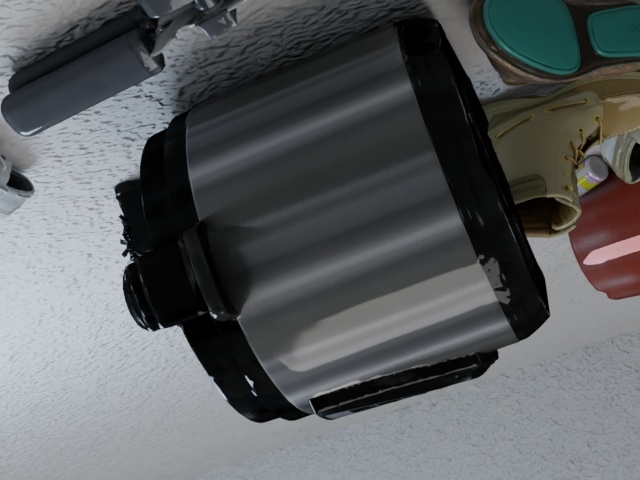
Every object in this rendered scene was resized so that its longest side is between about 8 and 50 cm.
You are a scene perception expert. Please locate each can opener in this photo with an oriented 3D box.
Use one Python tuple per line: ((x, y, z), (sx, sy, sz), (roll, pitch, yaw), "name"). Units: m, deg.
((-0.181, -0.193, 1.012), (0.283, 0.076, 0.095), (-23, 128, 18), "can opener")

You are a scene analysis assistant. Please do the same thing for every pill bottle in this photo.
((0.415, -0.097, 1.785), (0.043, 0.043, 0.083), (-4, 158, -33), "pill bottle")

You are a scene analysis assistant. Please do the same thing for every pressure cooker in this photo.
((-0.002, -0.006, 1.214), (0.420, 0.375, 0.370), (-21, 135, 11), "pressure cooker")

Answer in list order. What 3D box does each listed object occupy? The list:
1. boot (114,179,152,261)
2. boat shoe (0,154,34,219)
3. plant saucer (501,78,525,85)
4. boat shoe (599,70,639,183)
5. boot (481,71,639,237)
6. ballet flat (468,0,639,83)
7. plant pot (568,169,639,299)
((-0.191, -0.029, 1.373), (0.121, 0.099, 0.045), (-12, 162, -14), "boot")
((-0.355, -0.070, 1.183), (0.063, 0.066, 0.184), (-32, 158, 0), "boat shoe")
((0.258, -0.216, 1.367), (0.083, 0.015, 0.083), (-16, 161, -5), "plant saucer")
((0.467, -0.178, 1.516), (0.113, 0.103, 0.302), (-13, 160, -11), "boat shoe")
((0.316, -0.105, 1.396), (0.262, 0.203, 0.095), (-10, 134, 9), "boot")
((0.259, -0.215, 1.253), (0.316, 0.107, 0.106), (-2, 169, -36), "ballet flat")
((0.557, -0.036, 1.790), (0.265, 0.272, 0.272), (-22, 162, 39), "plant pot")
